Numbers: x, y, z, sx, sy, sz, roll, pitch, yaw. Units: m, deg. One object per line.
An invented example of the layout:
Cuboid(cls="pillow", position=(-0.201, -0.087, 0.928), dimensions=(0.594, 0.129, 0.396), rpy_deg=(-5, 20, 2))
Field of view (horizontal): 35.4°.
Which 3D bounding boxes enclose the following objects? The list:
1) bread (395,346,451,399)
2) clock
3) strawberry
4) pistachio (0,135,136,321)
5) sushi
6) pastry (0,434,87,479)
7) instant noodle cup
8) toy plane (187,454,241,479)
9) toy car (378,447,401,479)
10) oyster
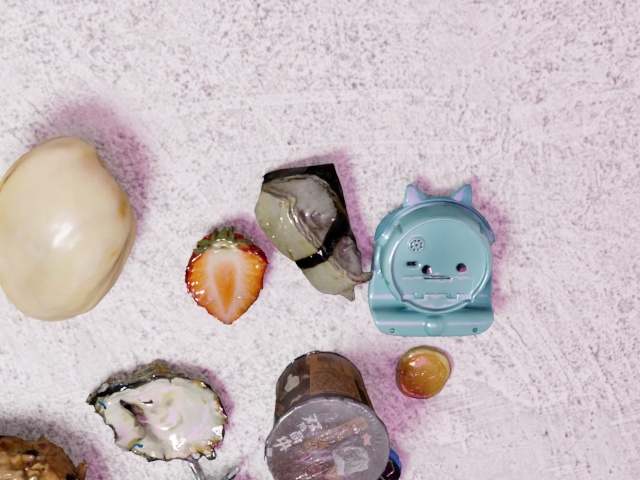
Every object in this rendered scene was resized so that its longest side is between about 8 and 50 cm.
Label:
Cuboid(cls="bread", position=(0.192, 0.248, 1.876), dimensions=(0.110, 0.024, 0.110), rpy_deg=(-2, 112, -4))
Cuboid(cls="clock", position=(0.199, 0.035, 1.755), dimensions=(0.223, 0.094, 0.274), rpy_deg=(-2, 112, -5))
Cuboid(cls="strawberry", position=(-0.160, 0.059, 1.747), dimensions=(0.146, 0.082, 0.187), rpy_deg=(1, 118, 1))
Cuboid(cls="pistachio", position=(-0.420, -0.018, 1.626), dimensions=(0.237, 0.229, 0.321), rpy_deg=(-4, 126, -31))
Cuboid(cls="sushi", position=(-0.012, 0.012, 1.700), dimensions=(0.134, 0.109, 0.273), rpy_deg=(-11, 112, 27))
Cuboid(cls="pastry", position=(-0.584, 0.498, 1.777), dimensions=(0.405, 0.292, 0.337), rpy_deg=(30, 95, -7))
Cuboid(cls="instant noodle cup", position=(0.005, 0.322, 1.793), dimensions=(0.217, 0.207, 0.218), rpy_deg=(-1, 113, -3))
Cuboid(cls="toy plane", position=(-0.284, 0.493, 1.880), dimensions=(0.273, 0.107, 0.182), rpy_deg=(9, 93, 9))
Cuboid(cls="toy car", position=(0.060, 0.472, 1.934), dimensions=(0.216, 0.063, 0.103), rpy_deg=(-39, 110, 5))
Cuboid(cls="oyster", position=(-0.300, 0.323, 1.838), dimensions=(0.259, 0.092, 0.198), rpy_deg=(5, 111, -16))
